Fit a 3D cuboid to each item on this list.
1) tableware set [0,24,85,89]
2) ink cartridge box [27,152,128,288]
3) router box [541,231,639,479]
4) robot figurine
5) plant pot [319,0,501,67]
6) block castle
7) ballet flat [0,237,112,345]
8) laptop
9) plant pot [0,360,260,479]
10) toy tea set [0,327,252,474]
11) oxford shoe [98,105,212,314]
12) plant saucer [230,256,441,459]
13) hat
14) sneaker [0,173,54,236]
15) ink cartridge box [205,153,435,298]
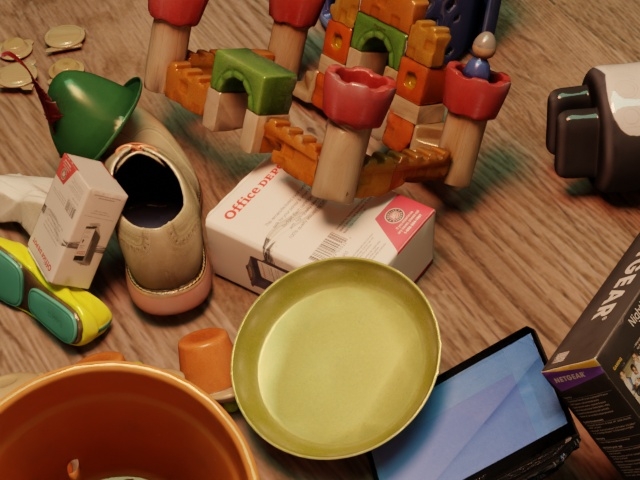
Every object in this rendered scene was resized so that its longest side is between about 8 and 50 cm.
[{"bbox_3d":[-0.435,-0.285,1.946,0.141,0.020,0.169,-8,44,-6],"label":"tableware set"},{"bbox_3d":[-0.300,-0.023,1.533,0.056,0.135,0.099,12,23,-37],"label":"ink cartridge box"},{"bbox_3d":[0.398,0.124,1.323,0.243,0.081,0.309,52,54,-10],"label":"router box"},{"bbox_3d":[0.440,-0.149,1.637,0.278,0.173,0.209,-5,75,-1],"label":"robot figurine"},{"bbox_3d":[0.143,-0.391,1.864,0.212,0.236,0.236,-16,46,-21],"label":"plant pot"},{"bbox_3d":[0.002,-0.236,1.636,0.303,0.213,0.453,-8,31,-41],"label":"block castle"},{"bbox_3d":[-0.351,0.057,1.571,0.231,0.077,0.077,32,34,28],"label":"ballet flat"},{"bbox_3d":[0.127,0.205,1.260,0.234,0.264,0.137,-33,79,16],"label":"laptop"},{"bbox_3d":[-0.201,0.286,1.193,0.290,0.203,0.291,2,63,-3],"label":"plant pot"},{"bbox_3d":[-0.235,0.207,1.401,0.336,0.124,0.200,-13,16,-4],"label":"toy tea set"},{"bbox_3d":[-0.222,-0.083,1.632,0.140,0.147,0.397,-15,42,-12],"label":"oxford shoe"},{"bbox_3d":[0.019,0.133,1.391,0.240,0.037,0.241,-7,62,13],"label":"plant saucer"},{"bbox_3d":[-0.351,-0.197,1.628,0.183,0.208,0.173,36,50,-22],"label":"hat"},{"bbox_3d":[-0.362,-0.046,1.670,0.212,0.080,0.094,26,37,26],"label":"sneaker"},{"bbox_3d":[0.000,0.000,1.569,0.237,0.100,0.172,24,52,25],"label":"ink cartridge box"}]
